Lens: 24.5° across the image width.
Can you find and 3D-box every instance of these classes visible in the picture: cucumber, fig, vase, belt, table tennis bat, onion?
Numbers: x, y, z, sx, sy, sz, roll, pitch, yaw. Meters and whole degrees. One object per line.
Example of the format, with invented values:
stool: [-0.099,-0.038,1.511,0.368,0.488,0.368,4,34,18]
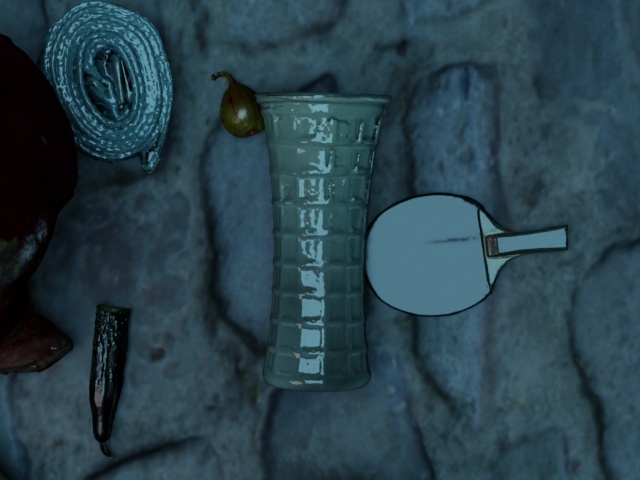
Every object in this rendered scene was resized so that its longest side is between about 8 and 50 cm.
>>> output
cucumber: [-0.230,0.150,1.570,0.039,0.043,0.163,7,90,41]
fig: [-0.089,-0.147,1.554,0.050,0.050,0.083,-33,70,3]
vase: [0.000,0.000,1.504,0.143,0.143,0.299,1,94,3]
belt: [-0.224,-0.164,1.540,0.147,0.082,0.163,14,89,-7]
table tennis bat: [0.151,0.011,1.551,0.220,0.019,0.130,-7,92,5]
onion: [-0.399,0.002,1.456,0.398,0.398,0.420,-18,134,4]

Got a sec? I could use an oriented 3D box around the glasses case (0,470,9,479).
glasses case: [-0.326,0.327,1.555,0.308,0.083,0.128,42,87,2]
